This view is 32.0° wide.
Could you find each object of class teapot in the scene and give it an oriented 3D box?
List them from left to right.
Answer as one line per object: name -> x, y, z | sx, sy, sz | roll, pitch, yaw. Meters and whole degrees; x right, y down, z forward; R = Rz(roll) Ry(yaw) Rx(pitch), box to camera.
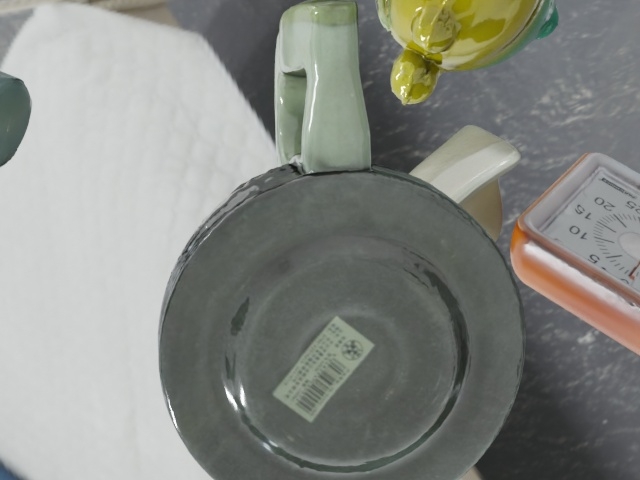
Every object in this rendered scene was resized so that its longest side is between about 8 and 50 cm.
teapot -> -0.018, 0.015, 0.798 | 0.321, 0.240, 0.239 | 60, 179, -16

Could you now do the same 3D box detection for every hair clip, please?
hair clip -> 0.133, -0.042, 1.225 | 0.172, 0.282, 0.113 | -43, 74, 5

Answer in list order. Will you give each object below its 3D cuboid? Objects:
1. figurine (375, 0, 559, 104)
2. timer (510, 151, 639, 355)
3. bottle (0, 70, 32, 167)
figurine -> 0.188, -0.317, 1.380 | 0.232, 0.340, 0.323 | 29, 105, 6
timer -> 0.349, 0.038, 1.246 | 0.257, 0.250, 0.161 | 33, 112, 16
bottle -> -0.373, -0.139, 0.900 | 0.286, 0.082, 0.082 | 21, 123, 13
